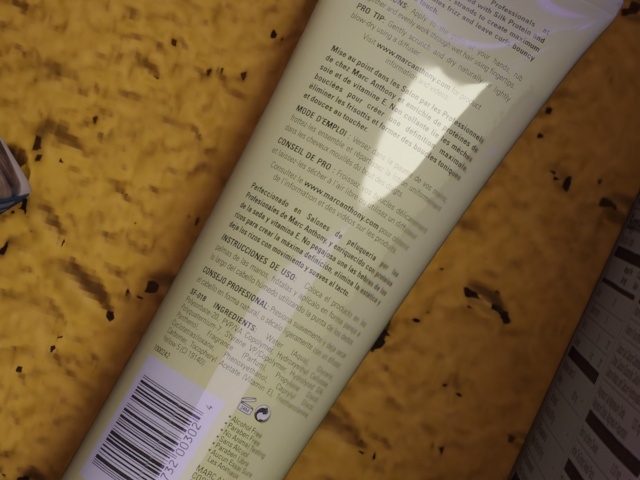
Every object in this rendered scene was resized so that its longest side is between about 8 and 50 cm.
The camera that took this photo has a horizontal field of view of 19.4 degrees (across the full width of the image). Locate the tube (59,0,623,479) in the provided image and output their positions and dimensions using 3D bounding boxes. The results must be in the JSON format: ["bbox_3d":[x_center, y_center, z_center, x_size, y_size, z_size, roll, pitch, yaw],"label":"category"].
[{"bbox_3d":[0.000,0.000,0.608,0.070,0.062,0.240,32,88,-43],"label":"tube"}]

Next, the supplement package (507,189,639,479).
[{"bbox_3d":[0.193,0.031,0.536,0.199,0.198,0.262,24,93,-1],"label":"supplement package"}]

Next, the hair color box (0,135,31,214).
[{"bbox_3d":[-0.221,-0.136,0.536,0.105,0.174,0.347,-30,94,0],"label":"hair color box"}]
